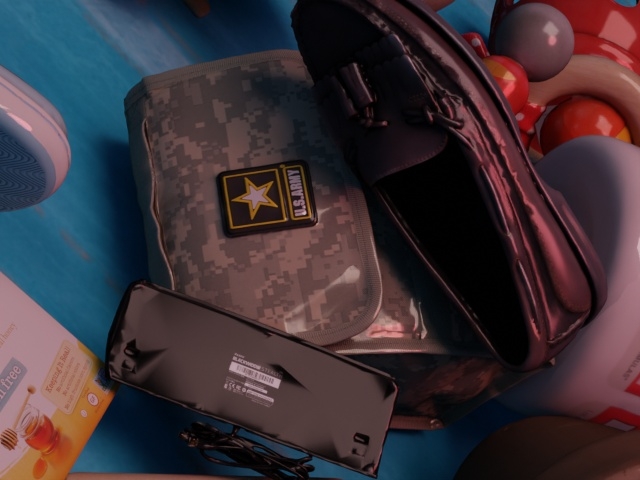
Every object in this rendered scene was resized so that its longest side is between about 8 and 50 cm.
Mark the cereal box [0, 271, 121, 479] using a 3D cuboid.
[{"bbox_3d":[-0.244,0.064,0.949,0.240,0.047,0.173,43,35,-13],"label":"cereal box"}]

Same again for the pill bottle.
[{"bbox_3d":[0.343,0.084,1.326,0.408,0.229,0.229,21,46,-22],"label":"pill bottle"}]

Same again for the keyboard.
[{"bbox_3d":[-0.050,0.103,1.041,0.192,0.038,0.100,22,63,-7],"label":"keyboard"}]

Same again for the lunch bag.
[{"bbox_3d":[0.000,0.000,1.178,0.287,0.169,0.235,7,59,-35],"label":"lunch bag"}]

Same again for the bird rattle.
[{"bbox_3d":[0.207,-0.083,1.458,0.253,0.207,0.143,63,18,-2],"label":"bird rattle"}]

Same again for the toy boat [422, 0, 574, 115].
[{"bbox_3d":[0.077,-0.223,1.324,0.148,0.267,0.318,-49,115,-14],"label":"toy boat"}]

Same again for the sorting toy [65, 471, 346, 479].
[{"bbox_3d":[-0.055,0.228,0.974,0.193,0.038,0.208,4,53,-19],"label":"sorting toy"}]

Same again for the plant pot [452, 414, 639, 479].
[{"bbox_3d":[0.190,0.231,1.123,0.263,0.263,0.229,38,2,-20],"label":"plant pot"}]

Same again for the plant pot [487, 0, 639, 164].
[{"bbox_3d":[0.252,-0.173,1.578,0.191,0.191,0.174,39,41,-18],"label":"plant pot"}]

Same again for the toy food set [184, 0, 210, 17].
[{"bbox_3d":[-0.084,-0.275,1.417,0.132,0.038,0.192,50,36,-3],"label":"toy food set"}]

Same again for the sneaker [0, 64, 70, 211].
[{"bbox_3d":[-0.265,-0.160,0.971,0.319,0.127,0.208,28,49,-3],"label":"sneaker"}]

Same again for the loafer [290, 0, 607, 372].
[{"bbox_3d":[0.078,-0.046,1.080,0.302,0.109,0.095,52,45,-7],"label":"loafer"}]
